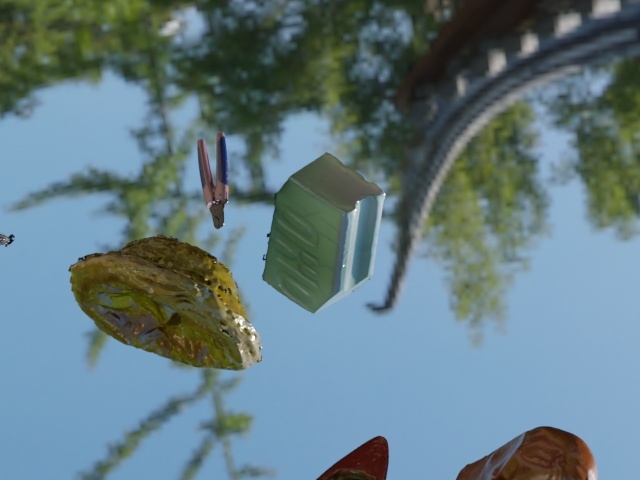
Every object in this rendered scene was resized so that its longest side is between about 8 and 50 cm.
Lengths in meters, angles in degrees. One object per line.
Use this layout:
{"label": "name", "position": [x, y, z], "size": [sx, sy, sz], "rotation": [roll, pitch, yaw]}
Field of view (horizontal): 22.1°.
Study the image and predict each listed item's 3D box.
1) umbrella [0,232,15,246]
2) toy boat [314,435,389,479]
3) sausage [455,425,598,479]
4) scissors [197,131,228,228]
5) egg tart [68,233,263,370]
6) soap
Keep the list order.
{"label": "umbrella", "position": [-0.405, -0.001, 2.037], "size": [0.020, 0.031, 0.083], "rotation": [24, -175, 14]}
{"label": "toy boat", "position": [-0.012, 0.375, 1.908], "size": [0.136, 0.079, 0.392], "rotation": [10, -144, 28]}
{"label": "sausage", "position": [0.242, 0.304, 1.953], "size": [0.133, 0.133, 0.258], "rotation": [-26, 168, -35]}
{"label": "scissors", "position": [-0.119, -0.067, 1.852], "size": [0.039, 0.113, 0.012], "rotation": [-19, 158, 28]}
{"label": "egg tart", "position": [-0.232, 0.090, 2.566], "size": [0.341, 0.341, 0.132], "rotation": [6, -118, 33]}
{"label": "soap", "position": [0.000, 0.000, 2.259], "size": [0.145, 0.230, 0.091], "rotation": [36, -131, 29]}
